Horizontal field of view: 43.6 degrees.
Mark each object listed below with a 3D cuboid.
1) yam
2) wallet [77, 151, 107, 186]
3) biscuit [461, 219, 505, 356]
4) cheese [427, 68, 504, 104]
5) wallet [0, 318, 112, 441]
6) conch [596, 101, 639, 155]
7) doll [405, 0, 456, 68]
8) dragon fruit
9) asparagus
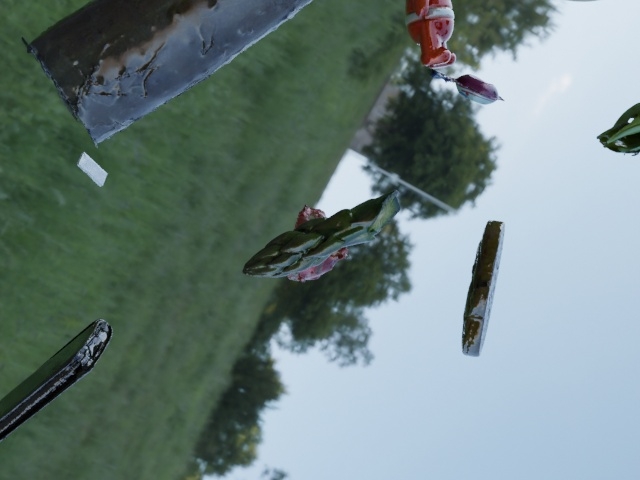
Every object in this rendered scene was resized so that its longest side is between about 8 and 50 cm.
[{"bbox_3d":[-0.140,-0.206,0.765,0.280,0.131,0.131,-32,-162,0],"label":"yam"},{"bbox_3d":[-0.535,-0.167,1.880,0.011,0.083,0.044,-14,-135,29],"label":"wallet"},{"bbox_3d":[0.448,0.136,2.241,0.350,0.070,0.394,-13,114,-73],"label":"biscuit"},{"bbox_3d":[0.255,-0.271,1.395,0.095,0.145,0.038,-102,-148,-67],"label":"cheese"},{"bbox_3d":[-0.350,0.183,1.011,0.198,0.031,0.110,-38,-164,16],"label":"wallet"},{"bbox_3d":[0.658,-0.232,1.633,0.201,0.095,0.079,-39,162,-21],"label":"conch"},{"bbox_3d":[0.186,-0.469,1.379,0.200,0.106,0.336,-25,108,-71],"label":"doll"},{"bbox_3d":[0.005,0.018,1.515,0.153,0.111,0.153,16,90,-79],"label":"dragon fruit"},{"bbox_3d":[0.000,0.000,1.299,0.287,0.080,0.080,-21,-151,11],"label":"asparagus"}]
